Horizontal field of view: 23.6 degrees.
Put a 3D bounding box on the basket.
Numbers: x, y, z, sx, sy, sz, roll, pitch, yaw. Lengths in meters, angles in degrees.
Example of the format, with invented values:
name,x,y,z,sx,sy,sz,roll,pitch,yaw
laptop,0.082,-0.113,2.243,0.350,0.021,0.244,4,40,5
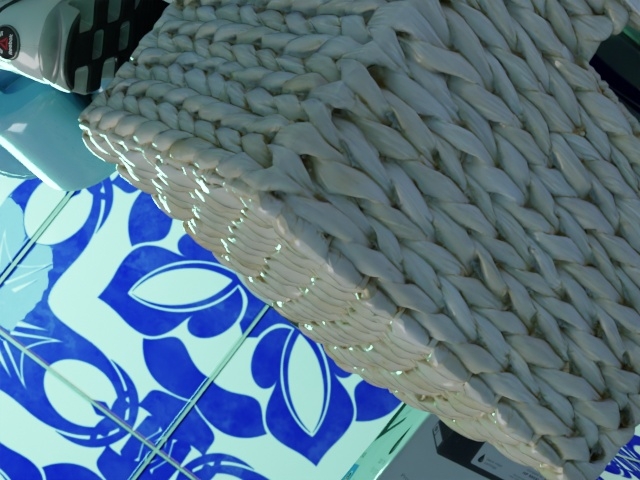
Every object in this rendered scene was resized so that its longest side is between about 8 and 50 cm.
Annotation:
name,x,y,z,sx,sy,sz,roll,pitch,yaw
basket,0.077,-0.058,0.972,0.328,0.266,0.331,43,170,-28

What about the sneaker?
name,x,y,z,sx,sy,sz,roll,pitch,yaw
sneaker,-0.239,-0.228,1.566,0.146,0.122,0.330,14,-167,18

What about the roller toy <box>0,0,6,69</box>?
name,x,y,z,sx,sy,sz,roll,pitch,yaw
roller toy,-0.321,-0.293,1.632,0.146,0.191,0.209,48,-167,26

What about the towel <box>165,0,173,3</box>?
name,x,y,z,sx,sy,sz,roll,pitch,yaw
towel,-0.221,-0.343,1.327,0.320,0.090,0.374,28,168,41

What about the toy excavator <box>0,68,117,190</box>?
name,x,y,z,sx,sy,sz,roll,pitch,yaw
toy excavator,-0.271,-0.173,1.926,0.222,0.433,0.445,44,-162,-41

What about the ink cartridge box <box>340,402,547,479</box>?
name,x,y,z,sx,sy,sz,roll,pitch,yaw
ink cartridge box,0.178,0.228,1.749,0.166,0.395,0.285,40,172,0

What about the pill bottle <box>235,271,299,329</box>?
name,x,y,z,sx,sy,sz,roll,pitch,yaw
pill bottle,0.000,0.000,1.839,0.204,0.204,0.361,35,177,17
